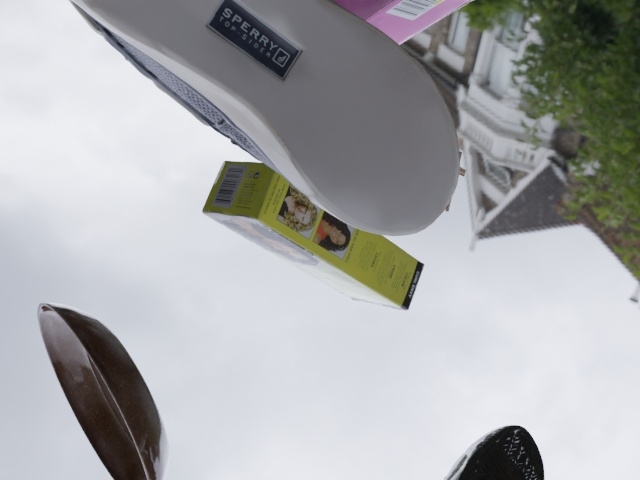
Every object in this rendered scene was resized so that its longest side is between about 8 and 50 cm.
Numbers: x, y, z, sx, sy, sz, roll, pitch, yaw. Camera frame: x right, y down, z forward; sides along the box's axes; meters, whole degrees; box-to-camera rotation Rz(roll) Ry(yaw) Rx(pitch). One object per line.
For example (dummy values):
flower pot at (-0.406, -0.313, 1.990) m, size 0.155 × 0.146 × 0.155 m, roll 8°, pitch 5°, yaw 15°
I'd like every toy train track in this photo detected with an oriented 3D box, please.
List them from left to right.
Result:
toy train track at (0.175, -0.081, 1.033) m, size 0.014 × 0.083 × 0.048 m, roll 3°, pitch -162°, yaw -21°

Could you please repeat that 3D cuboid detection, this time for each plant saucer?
plant saucer at (-0.181, 0.136, 0.655) m, size 0.036 × 0.199 × 0.198 m, roll -26°, pitch -135°, yaw -30°

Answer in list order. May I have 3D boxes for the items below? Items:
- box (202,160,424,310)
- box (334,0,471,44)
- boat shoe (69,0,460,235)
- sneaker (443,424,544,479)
box at (0.000, 0.000, 0.750) m, size 0.087 × 0.058 × 0.232 m, roll 8°, pitch 163°, yaw 47°
box at (0.087, -0.418, 1.084) m, size 0.117 × 0.243 × 0.213 m, roll -1°, pitch 165°, yaw -44°
boat shoe at (-0.045, -0.133, 0.552) m, size 0.340 × 0.127 × 0.158 m, roll 38°, pitch -179°, yaw -33°
sneaker at (0.090, 0.293, 0.744) m, size 0.178 × 0.124 × 0.295 m, roll -21°, pitch -170°, yaw 46°
